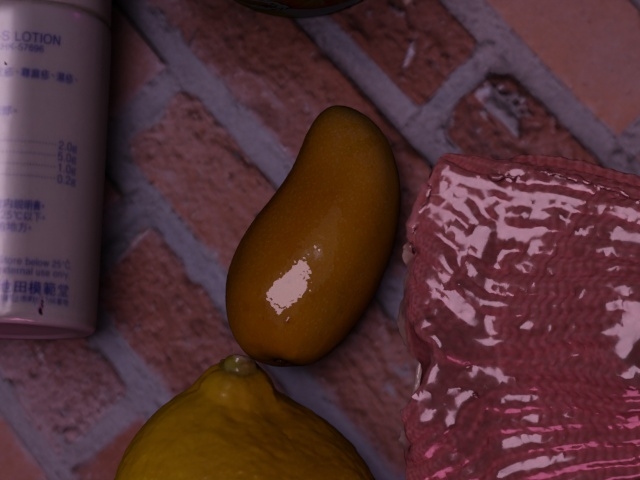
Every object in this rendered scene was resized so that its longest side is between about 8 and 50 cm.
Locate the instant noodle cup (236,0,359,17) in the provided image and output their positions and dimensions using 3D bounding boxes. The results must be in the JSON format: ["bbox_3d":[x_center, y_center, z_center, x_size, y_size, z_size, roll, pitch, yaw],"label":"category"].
[{"bbox_3d":[-0.041,-0.275,1.224,0.264,0.200,0.264,-3,79,18],"label":"instant noodle cup"}]

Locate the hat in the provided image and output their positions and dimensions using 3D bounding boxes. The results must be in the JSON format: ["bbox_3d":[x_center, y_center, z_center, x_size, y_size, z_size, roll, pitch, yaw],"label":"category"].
[{"bbox_3d":[0.190,0.066,1.141,0.286,0.107,0.237,2,96,14],"label":"hat"}]

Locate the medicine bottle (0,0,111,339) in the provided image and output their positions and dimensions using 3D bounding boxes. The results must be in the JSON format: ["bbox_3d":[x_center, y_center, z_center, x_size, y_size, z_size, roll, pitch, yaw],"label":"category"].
[{"bbox_3d":[-0.215,-0.105,1.290,0.130,0.130,0.341,-2,81,18],"label":"medicine bottle"}]

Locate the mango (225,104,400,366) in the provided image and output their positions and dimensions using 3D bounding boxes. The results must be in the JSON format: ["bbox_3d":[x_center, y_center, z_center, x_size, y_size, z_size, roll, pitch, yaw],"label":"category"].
[{"bbox_3d":[0.000,0.000,1.230,0.102,0.085,0.184,19,77,25],"label":"mango"}]

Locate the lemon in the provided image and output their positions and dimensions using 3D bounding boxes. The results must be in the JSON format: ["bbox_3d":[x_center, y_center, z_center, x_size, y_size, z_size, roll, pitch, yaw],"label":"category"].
[{"bbox_3d":[-0.045,0.195,1.157,0.186,0.187,0.244,-12,86,16],"label":"lemon"}]
